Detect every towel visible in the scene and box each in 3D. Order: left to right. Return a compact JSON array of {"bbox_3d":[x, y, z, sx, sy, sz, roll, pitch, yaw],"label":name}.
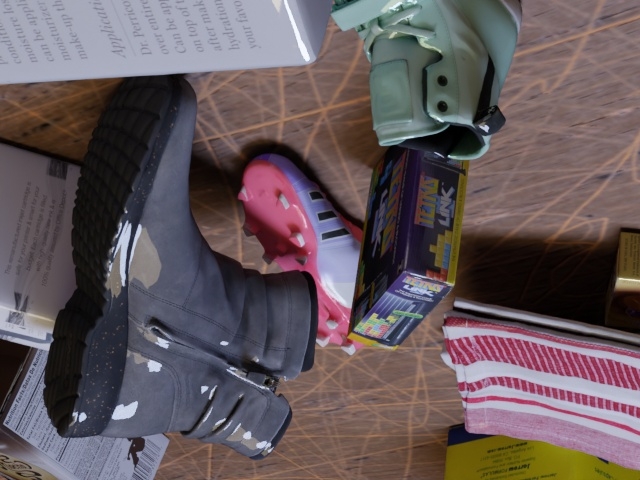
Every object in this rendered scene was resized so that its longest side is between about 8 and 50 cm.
[{"bbox_3d":[0.247,0.151,1.684,0.237,0.037,0.329,11,158,14],"label":"towel"}]

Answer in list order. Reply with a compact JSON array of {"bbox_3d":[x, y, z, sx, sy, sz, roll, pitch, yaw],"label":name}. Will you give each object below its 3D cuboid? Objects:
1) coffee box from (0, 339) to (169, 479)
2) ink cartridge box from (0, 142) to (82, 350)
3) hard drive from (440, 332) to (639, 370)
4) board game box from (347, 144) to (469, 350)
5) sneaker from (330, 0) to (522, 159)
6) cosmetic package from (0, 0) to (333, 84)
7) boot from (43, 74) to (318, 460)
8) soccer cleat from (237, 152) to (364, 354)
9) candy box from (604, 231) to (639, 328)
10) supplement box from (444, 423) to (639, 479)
[{"bbox_3d":[-0.327,0.203,1.942,0.168,0.119,0.297,8,156,32],"label":"coffee box"},{"bbox_3d":[-0.256,0.012,1.559,0.218,0.158,0.092,17,153,-17],"label":"ink cartridge box"},{"bbox_3d":[0.303,0.148,1.739,0.307,0.040,0.203,-2,152,40],"label":"hard drive"},{"bbox_3d":[0.075,-0.013,1.419,0.048,0.170,0.141,15,150,-11],"label":"board game box"},{"bbox_3d":[0.044,-0.154,1.185,0.256,0.151,0.094,30,146,-34],"label":"sneaker"},{"bbox_3d":[-0.229,-0.228,1.063,0.453,0.161,0.230,-2,137,17],"label":"cosmetic package"},{"bbox_3d":[-0.101,0.022,1.479,0.223,0.338,0.118,7,-160,-28],"label":"boot"},{"bbox_3d":[0.000,0.000,1.577,0.083,0.095,0.248,12,142,39],"label":"soccer cleat"},{"bbox_3d":[0.363,0.045,1.579,0.187,0.053,0.109,6,154,5],"label":"candy box"},{"bbox_3d":[0.262,0.389,1.924,0.195,0.356,0.194,-20,142,41],"label":"supplement box"}]
